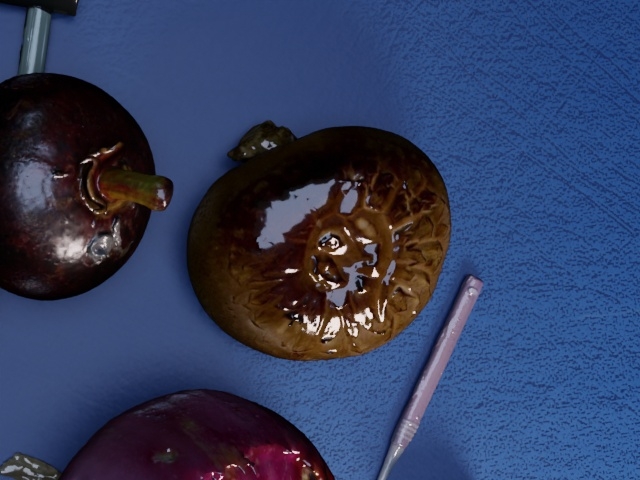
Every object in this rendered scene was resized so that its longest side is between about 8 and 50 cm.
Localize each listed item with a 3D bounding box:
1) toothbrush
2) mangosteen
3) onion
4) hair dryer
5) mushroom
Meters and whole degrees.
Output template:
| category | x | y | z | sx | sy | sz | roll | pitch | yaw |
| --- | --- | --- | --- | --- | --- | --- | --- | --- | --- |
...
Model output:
| category | x | y | z | sx | sy | sz | roll | pitch | yaw |
| --- | --- | --- | --- | --- | --- | --- | --- | --- | --- |
| toothbrush | 0.106 | 0.201 | 1.852 | 0.024 | 0.029 | 0.354 | 28 | 83 | -22 |
| mangosteen | -0.255 | -0.056 | 1.668 | 0.235 | 0.261 | 0.235 | -1 | 91 | -49 |
| onion | -0.141 | 0.325 | 1.687 | 0.358 | 0.345 | 0.358 | -5 | 105 | -18 |
| hair dryer | -0.318 | -0.211 | 1.777 | 0.100 | 0.057 | 0.197 | 6 | 93 | -9 |
| mushroom | 0.000 | -0.005 | 1.771 | 0.297 | 0.163 | 0.278 | -28 | 94 | -8 |
